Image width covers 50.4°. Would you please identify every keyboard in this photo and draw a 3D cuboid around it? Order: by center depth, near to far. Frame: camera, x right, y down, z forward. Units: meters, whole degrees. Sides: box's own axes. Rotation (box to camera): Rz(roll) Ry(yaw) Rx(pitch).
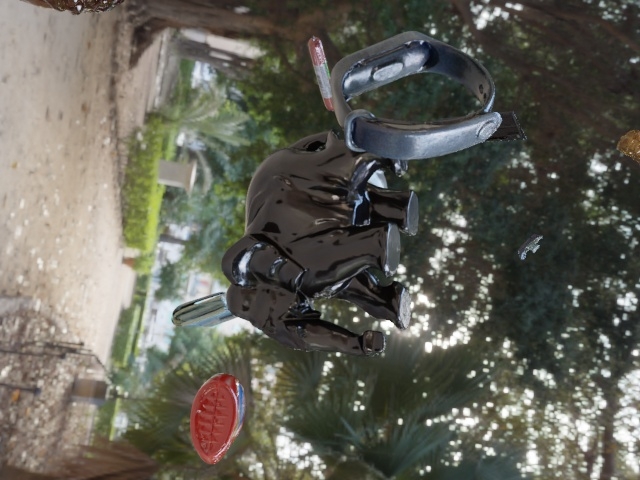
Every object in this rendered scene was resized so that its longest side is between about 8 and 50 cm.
[{"bbox_3d":[0.311,-0.215,1.307,0.010,0.063,0.198,-40,-158,-20],"label":"keyboard"}]

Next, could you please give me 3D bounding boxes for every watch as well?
[{"bbox_3d":[0.114,-0.182,0.871,0.193,0.206,0.068,56,-19,33],"label":"watch"}]

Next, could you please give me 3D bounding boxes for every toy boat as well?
[{"bbox_3d":[0.540,0.016,1.742,0.083,0.038,0.038,-47,-170,-8],"label":"toy boat"}]

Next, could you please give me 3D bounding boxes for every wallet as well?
[{"bbox_3d":[-0.321,0.214,2.039,0.250,0.176,0.075,38,32,-77],"label":"wallet"}]

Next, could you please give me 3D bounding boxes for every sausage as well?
[{"bbox_3d":[0.006,-0.346,1.430,0.223,0.029,0.029,69,20,-58],"label":"sausage"}]

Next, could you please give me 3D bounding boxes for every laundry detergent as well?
[{"bbox_3d":[-0.111,0.204,0.790,0.165,0.049,0.097,84,14,-78],"label":"laundry detergent"}]

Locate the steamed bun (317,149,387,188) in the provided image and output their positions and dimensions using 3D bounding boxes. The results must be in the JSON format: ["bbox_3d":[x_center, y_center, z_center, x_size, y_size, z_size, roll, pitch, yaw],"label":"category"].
[{"bbox_3d":[0.016,-0.078,1.749,0.309,0.309,0.309,-170,-90,-77],"label":"steamed bun"}]

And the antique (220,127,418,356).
[{"bbox_3d":[0.000,0.000,0.970,0.185,0.255,0.322,33,59,-68],"label":"antique"}]

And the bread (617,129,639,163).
[{"bbox_3d":[0.645,-0.156,1.302,0.052,0.157,0.044,-56,171,20],"label":"bread"}]

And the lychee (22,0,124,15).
[{"bbox_3d":[-0.255,-0.312,0.651,0.188,0.188,0.188,-170,-90,-77],"label":"lychee"}]
